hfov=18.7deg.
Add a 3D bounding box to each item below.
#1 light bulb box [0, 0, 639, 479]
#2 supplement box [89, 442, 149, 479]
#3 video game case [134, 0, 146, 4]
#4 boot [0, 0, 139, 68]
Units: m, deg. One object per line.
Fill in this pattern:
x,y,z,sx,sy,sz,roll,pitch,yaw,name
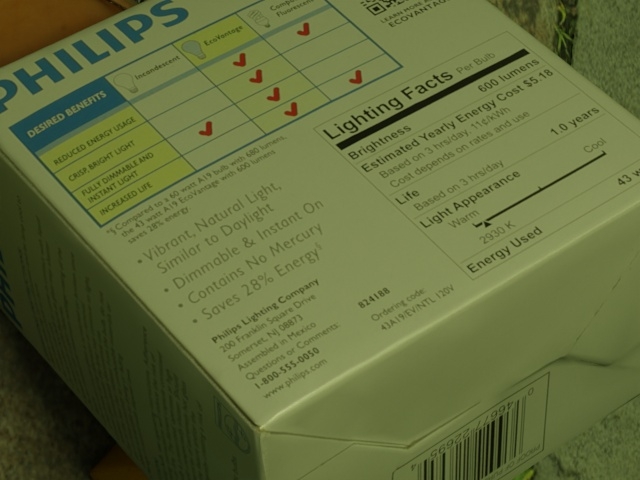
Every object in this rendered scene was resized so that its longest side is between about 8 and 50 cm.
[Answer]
0.000,0.000,1.334,0.358,0.361,0.225,-29,142,-24,light bulb box
0.026,0.134,1.542,0.356,0.194,0.195,-49,118,-36,supplement box
-0.130,-0.270,1.565,0.173,0.022,0.190,-32,108,-41,video game case
-0.234,-0.137,1.398,0.220,0.109,0.283,-37,121,-32,boot
